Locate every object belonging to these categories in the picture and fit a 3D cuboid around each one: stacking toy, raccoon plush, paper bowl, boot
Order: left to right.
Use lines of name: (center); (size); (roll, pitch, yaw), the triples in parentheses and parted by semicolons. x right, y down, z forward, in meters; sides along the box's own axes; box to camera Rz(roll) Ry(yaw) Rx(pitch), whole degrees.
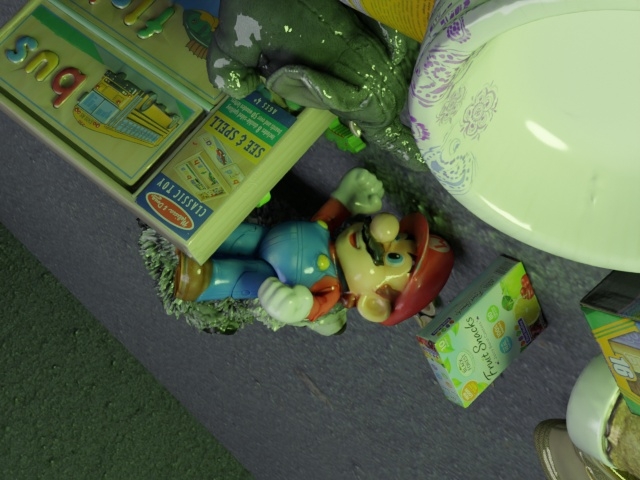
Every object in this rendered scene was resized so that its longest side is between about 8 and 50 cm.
raccoon plush: (-0.146, -0.019, 1.601); (0.446, 0.216, 0.299); (31, 162, -19)
stacking toy: (-0.082, -0.137, 1.425); (0.221, 0.167, 0.052); (38, 145, 29)
boot: (0.363, 0.298, 1.370); (0.262, 0.095, 0.203); (45, 164, -1)
paper bowl: (0.207, -0.111, 0.774); (0.284, 0.148, 0.284); (12, 150, 7)

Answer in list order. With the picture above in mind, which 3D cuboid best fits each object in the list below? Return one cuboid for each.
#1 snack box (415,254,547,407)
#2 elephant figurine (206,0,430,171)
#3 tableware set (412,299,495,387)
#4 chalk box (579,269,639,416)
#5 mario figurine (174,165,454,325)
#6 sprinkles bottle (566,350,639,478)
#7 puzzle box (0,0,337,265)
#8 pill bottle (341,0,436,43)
snack box: (0.178, 0.099, 1.330); (0.037, 0.141, 0.100); (21, 146, 52)
elephant figurine: (0.019, -0.180, 1.199); (0.239, 0.186, 0.169); (32, 113, 17)
tableware set: (0.168, 0.116, 1.569); (0.168, 0.020, 0.141); (29, 152, 46)
chalk box: (0.340, 0.080, 0.960); (0.213, 0.132, 0.132); (19, 144, 57)
mario figurine: (0.000, 0.000, 1.383); (0.170, 0.320, 0.198); (153, 121, -76)
sprinkles bottle: (0.392, 0.212, 1.103); (0.355, 0.121, 0.121); (28, 151, 47)
puzzle box: (-0.191, -0.184, 1.385); (0.409, 0.272, 0.052); (35, 167, 27)
pill bottle: (0.108, -0.207, 0.957); (0.215, 0.117, 0.117); (35, 156, 37)
